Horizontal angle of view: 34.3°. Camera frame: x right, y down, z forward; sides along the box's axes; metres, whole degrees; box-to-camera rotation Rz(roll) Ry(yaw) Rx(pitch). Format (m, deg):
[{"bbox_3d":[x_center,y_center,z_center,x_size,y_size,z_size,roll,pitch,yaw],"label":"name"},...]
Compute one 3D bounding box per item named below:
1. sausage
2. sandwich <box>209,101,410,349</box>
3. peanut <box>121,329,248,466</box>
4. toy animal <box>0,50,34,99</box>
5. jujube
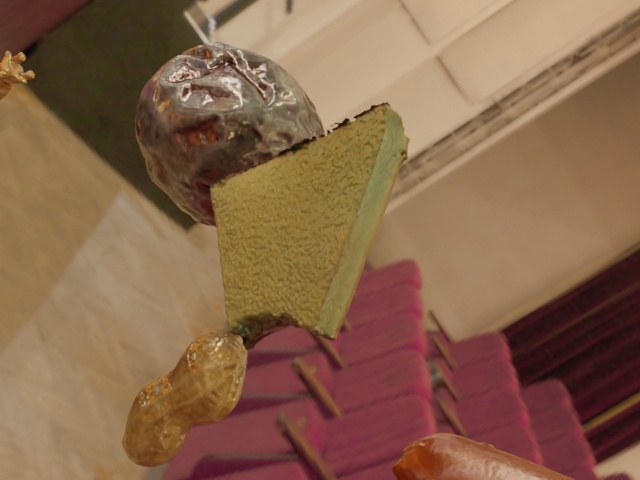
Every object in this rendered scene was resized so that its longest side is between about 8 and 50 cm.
[{"bbox_3d":[0.239,0.296,1.091,0.348,0.097,0.094,18,-25,29],"label":"sausage"},{"bbox_3d":[0.000,0.000,1.096,0.063,0.245,0.212,19,56,-51],"label":"sandwich"},{"bbox_3d":[-0.152,0.182,1.172,0.089,0.193,0.089,44,14,-13],"label":"peanut"},{"bbox_3d":[-0.440,-0.225,1.424,0.061,0.083,0.081,64,33,-21],"label":"toy animal"},{"bbox_3d":[-0.117,-0.126,1.366,0.246,0.215,0.308,22,-9,31],"label":"jujube"}]
